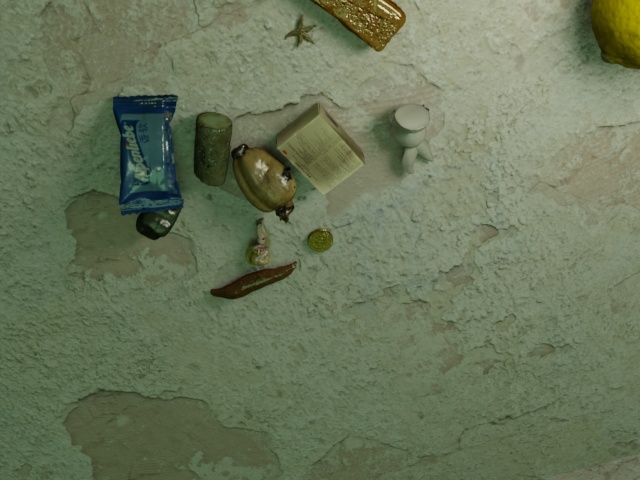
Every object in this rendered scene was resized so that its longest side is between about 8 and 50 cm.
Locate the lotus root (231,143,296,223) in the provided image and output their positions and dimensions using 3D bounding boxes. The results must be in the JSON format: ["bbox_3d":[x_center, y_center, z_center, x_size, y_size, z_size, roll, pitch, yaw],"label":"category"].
[{"bbox_3d":[-0.159,-0.176,1.997,0.154,0.140,0.257,-25,114,28],"label":"lotus root"}]

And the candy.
[{"bbox_3d":[-0.481,-0.240,1.913,0.187,0.077,0.331,-4,95,-8],"label":"candy"}]

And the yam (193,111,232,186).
[{"bbox_3d":[-0.309,-0.257,1.947,0.107,0.107,0.194,6,125,-8],"label":"yam"}]

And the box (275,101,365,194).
[{"bbox_3d":[0.000,-0.262,1.974,0.168,0.095,0.212,-36,119,17],"label":"box"}]

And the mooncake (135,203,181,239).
[{"bbox_3d":[-0.486,-0.067,2.024,0.104,0.168,0.175,24,133,-21],"label":"mooncake"}]

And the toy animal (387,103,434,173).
[{"bbox_3d":[0.258,-0.302,1.982,0.103,0.131,0.221,-39,153,-15],"label":"toy animal"}]

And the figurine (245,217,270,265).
[{"bbox_3d":[-0.197,0.008,2.165,0.083,0.083,0.187,0,131,-4],"label":"figurine"}]

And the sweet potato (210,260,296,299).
[{"bbox_3d":[-0.221,0.135,2.249,0.314,0.066,0.072,-23,163,10],"label":"sweet potato"}]

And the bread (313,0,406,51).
[{"bbox_3d":[0.090,-0.613,1.750,0.271,0.077,0.139,29,114,-24],"label":"bread"}]

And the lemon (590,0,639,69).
[{"bbox_3d":[0.842,-0.589,1.682,0.336,0.336,0.336,-2,125,-3],"label":"lemon"}]

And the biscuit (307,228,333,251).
[{"bbox_3d":[0.000,0.000,2.197,0.084,0.023,0.084,-2,125,-3],"label":"biscuit"}]

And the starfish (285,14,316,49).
[{"bbox_3d":[-0.053,-0.556,1.817,0.092,0.016,0.086,-13,122,8],"label":"starfish"}]
